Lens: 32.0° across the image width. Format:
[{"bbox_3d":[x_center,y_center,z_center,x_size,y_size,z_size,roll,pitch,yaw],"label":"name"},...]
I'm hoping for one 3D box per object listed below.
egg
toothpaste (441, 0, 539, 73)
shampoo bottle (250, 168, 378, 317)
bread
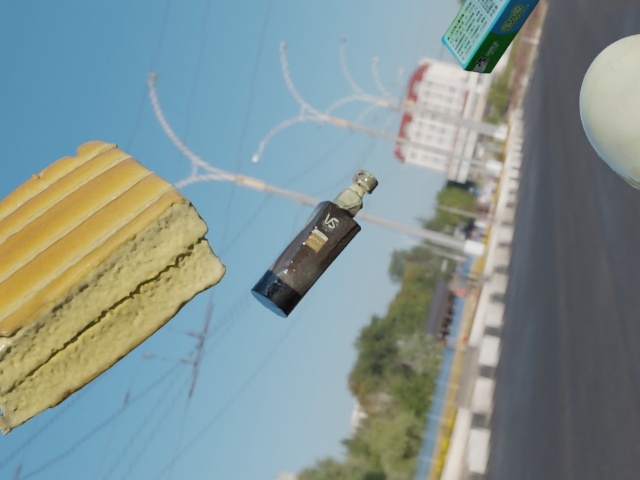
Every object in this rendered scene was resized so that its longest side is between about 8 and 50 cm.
[{"bbox_3d":[0.368,-0.125,1.191,0.151,0.209,0.151,-39,17,14],"label":"egg"},{"bbox_3d":[0.234,-0.317,1.294,0.267,0.050,0.065,-58,48,34],"label":"toothpaste"},{"bbox_3d":[-0.001,-0.001,1.366,0.208,0.057,0.063,-51,9,-13],"label":"shampoo bottle"},{"bbox_3d":[-0.245,0.031,1.042,0.246,0.239,0.111,-38,-56,-13],"label":"bread"}]
